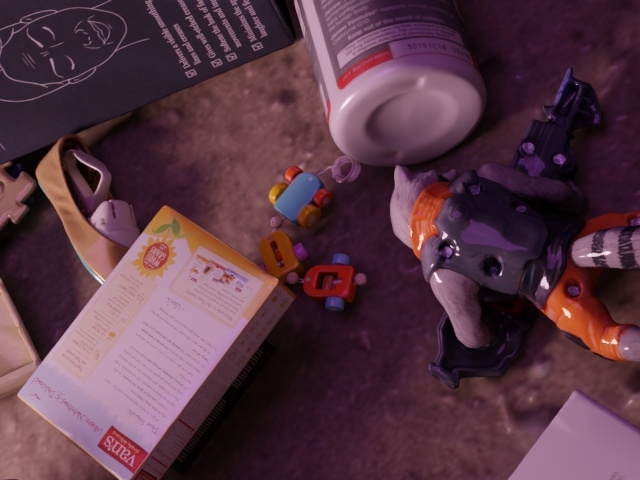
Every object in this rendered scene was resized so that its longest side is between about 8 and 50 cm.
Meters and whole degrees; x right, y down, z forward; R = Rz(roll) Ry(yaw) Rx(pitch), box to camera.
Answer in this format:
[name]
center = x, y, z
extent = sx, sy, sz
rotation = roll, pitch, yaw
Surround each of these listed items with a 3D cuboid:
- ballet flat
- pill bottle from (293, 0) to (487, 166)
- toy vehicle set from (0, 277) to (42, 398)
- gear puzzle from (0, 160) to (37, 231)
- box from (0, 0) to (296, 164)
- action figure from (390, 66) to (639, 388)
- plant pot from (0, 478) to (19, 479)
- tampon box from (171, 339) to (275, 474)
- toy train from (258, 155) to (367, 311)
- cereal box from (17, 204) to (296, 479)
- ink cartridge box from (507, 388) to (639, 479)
[ballet flat]
center = -0.243, -0.033, 1.971
extent = 0.232, 0.080, 0.073
rotation = 51, 119, 37
[pill bottle]
center = 0.060, -0.230, 1.877
extent = 0.161, 0.161, 0.283
rotation = -24, 55, 14
[toy vehicle set]
center = -0.447, 0.127, 1.945
extent = 0.267, 0.035, 0.166
rotation = -25, 66, -11
[gear puzzle]
center = -0.458, 0.035, 2.082
extent = 0.175, 0.044, 0.339
rotation = 37, 87, 35
[box]
center = -0.270, -0.296, 1.976
extent = 0.395, 0.293, 0.212
rotation = -22, 55, 6
[action figure]
center = 0.220, -0.028, 1.679
extent = 0.330, 0.178, 0.341
rotation = 10, 71, 21
[plant pot]
center = -0.356, 0.385, 1.682
extent = 0.333, 0.334, 0.305
rotation = -4, 51, 26
[tampon box]
center = -0.150, 0.128, 1.825
extent = 0.120, 0.101, 0.161
rotation = 33, 82, 36
[toy train]
center = 0.000, 0.000, 1.856
extent = 0.125, 0.046, 0.166
rotation = -5, 65, 24
[cereal box]
center = -0.158, 0.102, 1.749
extent = 0.173, 0.047, 0.240
rotation = 33, 83, 35
[ink cartridge box]
center = 0.274, 0.291, 1.452
extent = 0.270, 0.198, 0.197
rotation = 33, 82, 36
